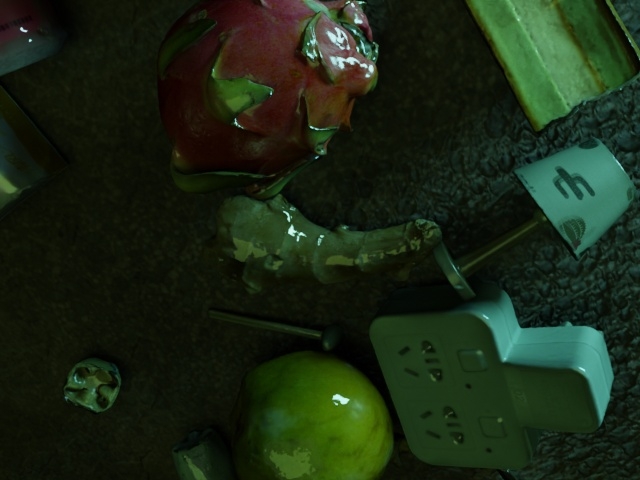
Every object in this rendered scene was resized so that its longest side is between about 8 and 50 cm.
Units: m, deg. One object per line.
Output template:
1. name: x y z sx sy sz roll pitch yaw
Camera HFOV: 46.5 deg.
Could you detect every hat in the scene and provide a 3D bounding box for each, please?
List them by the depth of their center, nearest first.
1. hat: -0.336 0.212 1.112 0.077 0.059 0.076 26 103 -5

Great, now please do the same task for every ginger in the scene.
1. ginger: 0.000 0.000 0.913 0.295 0.086 0.131 -4 105 7

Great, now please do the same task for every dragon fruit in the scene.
1. dragon fruit: -0.059 -0.161 0.772 0.227 0.224 0.224 -22 109 43

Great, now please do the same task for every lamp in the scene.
1. lamp: 0.230 -0.018 0.813 0.215 0.121 0.121 -33 104 14

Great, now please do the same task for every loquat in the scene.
1. loquat: 0.006 0.254 0.970 0.246 0.213 0.213 12 119 -12

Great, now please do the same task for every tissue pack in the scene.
1. tissue pack: -0.475 -0.122 0.947 0.185 0.124 0.225 -31 104 27

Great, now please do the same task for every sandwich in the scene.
1. sandwich: 0.206 -0.223 0.710 0.117 0.144 0.187 -31 105 23

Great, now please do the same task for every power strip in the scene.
1. power strip: 0.219 0.155 0.919 0.261 0.141 0.229 -8 113 33

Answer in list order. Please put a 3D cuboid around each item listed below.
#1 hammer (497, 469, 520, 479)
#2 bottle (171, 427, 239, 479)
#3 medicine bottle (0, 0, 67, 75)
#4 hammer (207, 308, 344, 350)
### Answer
1. hammer: 0.290 0.355 1.039 0.065 0.021 0.178 -34 104 25
2. bottle: -0.139 0.416 1.129 0.083 0.083 0.269 -20 99 23
3. medicine bottle: -0.396 -0.307 0.827 0.147 0.147 0.247 -14 110 21
4. hammer: -0.068 0.119 1.000 0.195 0.060 0.028 9 101 16
